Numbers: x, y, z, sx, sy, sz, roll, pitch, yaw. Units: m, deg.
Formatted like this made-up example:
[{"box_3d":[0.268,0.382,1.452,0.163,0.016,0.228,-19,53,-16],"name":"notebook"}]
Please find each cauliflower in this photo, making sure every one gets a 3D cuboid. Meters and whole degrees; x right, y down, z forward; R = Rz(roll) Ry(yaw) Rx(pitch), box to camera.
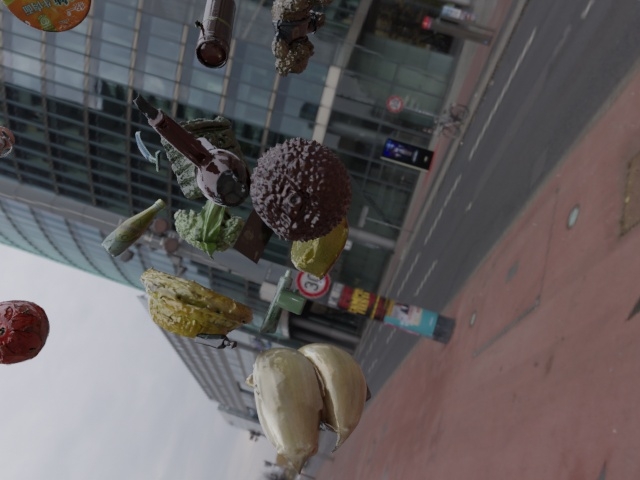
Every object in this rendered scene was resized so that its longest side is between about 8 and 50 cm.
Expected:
[{"box_3d":[-0.394,-0.088,2.111,0.238,0.256,0.316,24,-106,-53],"name":"cauliflower"}]

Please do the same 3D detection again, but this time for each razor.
[{"box_3d":[-0.562,-0.296,1.823,0.037,0.191,0.068,-17,-43,-31],"name":"razor"}]

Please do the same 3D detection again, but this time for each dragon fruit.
[{"box_3d":[-1.055,0.314,1.957,0.252,0.240,0.241,-17,49,56],"name":"dragon fruit"}]

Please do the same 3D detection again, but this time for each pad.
[{"box_3d":[-0.209,-0.031,1.900,0.127,0.004,0.190,39,-109,-45],"name":"pad"}]

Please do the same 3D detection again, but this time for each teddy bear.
[{"box_3d":[-0.054,-0.492,1.278,0.181,0.129,0.251,-31,-22,-32],"name":"teddy bear"}]

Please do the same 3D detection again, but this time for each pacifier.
[{"box_3d":[-0.895,-0.277,1.577,0.082,0.099,0.078,58,179,-39],"name":"pacifier"}]

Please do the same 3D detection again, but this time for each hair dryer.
[{"box_3d":[-0.317,-0.236,1.330,0.123,0.312,0.340,-44,-46,2],"name":"hair dryer"},{"box_3d":[-0.068,0.143,1.479,0.150,0.071,0.048,-58,-9,-78],"name":"hair dryer"}]

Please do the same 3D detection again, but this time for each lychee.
[{"box_3d":[-0.051,-0.148,1.629,0.330,0.305,0.306,-73,-2,-63],"name":"lychee"}]

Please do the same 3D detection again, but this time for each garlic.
[{"box_3d":[-0.041,0.360,1.332,0.250,0.285,0.313,-63,22,2],"name":"garlic"}]

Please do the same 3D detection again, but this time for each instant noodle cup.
[{"box_3d":[-0.716,-0.701,1.508,0.182,0.230,0.230,-99,16,-45],"name":"instant noodle cup"}]

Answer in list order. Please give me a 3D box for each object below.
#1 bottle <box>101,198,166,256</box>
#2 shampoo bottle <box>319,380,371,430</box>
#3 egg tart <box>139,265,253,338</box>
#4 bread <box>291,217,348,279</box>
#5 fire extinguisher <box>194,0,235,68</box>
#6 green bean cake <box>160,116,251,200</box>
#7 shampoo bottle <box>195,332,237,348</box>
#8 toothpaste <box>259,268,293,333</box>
[{"box_3d":[-0.681,-0.054,2.094,0.270,0.083,0.083,-46,-11,-12],"name":"bottle"},{"box_3d":[0.047,0.514,1.770,0.246,0.080,0.079,-25,2,-39],"name":"shampoo bottle"},{"box_3d":[-0.404,0.215,1.791,0.388,0.387,0.169,79,-148,-80],"name":"egg tart"},{"box_3d":[0.000,0.000,2.037,0.270,0.147,0.270,-50,27,38],"name":"bread"},{"box_3d":[-0.322,-0.672,1.724,0.141,0.105,0.342,54,-153,-47],"name":"fire extinguisher"},{"box_3d":[-0.371,-0.277,1.871,0.241,0.132,0.255,-24,-86,-49],"name":"green bean cake"},{"box_3d":[-0.298,0.287,1.623,0.048,0.137,0.027,-59,-39,-40],"name":"shampoo bottle"},{"box_3d":[-0.130,0.191,1.760,0.064,0.041,0.218,11,-76,-41],"name":"toothpaste"}]
